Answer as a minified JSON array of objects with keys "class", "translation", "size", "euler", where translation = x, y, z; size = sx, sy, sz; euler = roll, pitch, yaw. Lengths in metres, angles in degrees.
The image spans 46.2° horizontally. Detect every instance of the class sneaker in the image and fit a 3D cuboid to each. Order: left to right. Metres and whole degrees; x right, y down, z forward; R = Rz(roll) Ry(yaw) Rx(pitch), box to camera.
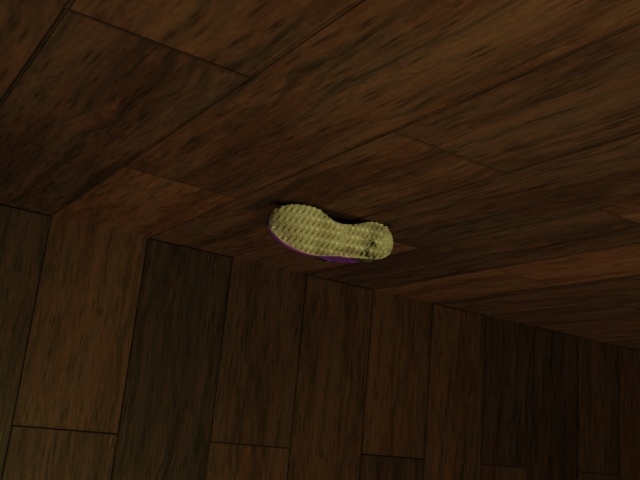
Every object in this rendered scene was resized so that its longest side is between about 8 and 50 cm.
[{"class":"sneaker","translation":[0.000,0.001,1.635],"size":[0.294,0.102,0.146],"euler":[13,164,-28]}]
